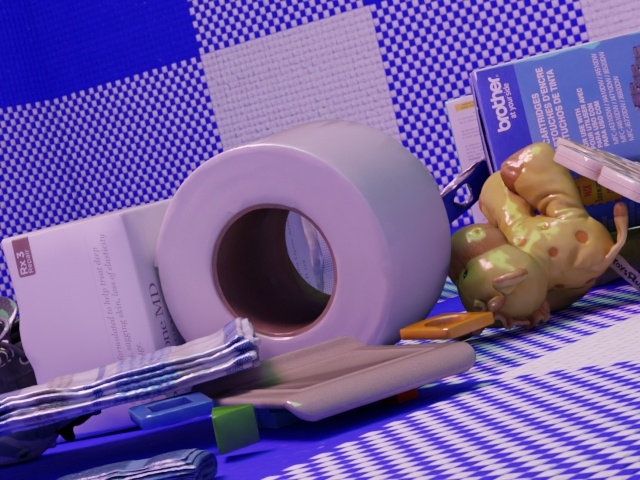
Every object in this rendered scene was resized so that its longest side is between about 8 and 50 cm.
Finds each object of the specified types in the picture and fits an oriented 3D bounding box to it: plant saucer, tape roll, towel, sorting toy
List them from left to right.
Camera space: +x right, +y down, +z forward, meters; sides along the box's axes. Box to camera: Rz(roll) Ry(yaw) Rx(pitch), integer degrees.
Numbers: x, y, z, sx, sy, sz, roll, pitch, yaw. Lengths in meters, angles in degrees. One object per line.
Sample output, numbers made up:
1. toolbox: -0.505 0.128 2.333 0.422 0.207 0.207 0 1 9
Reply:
1. towel: -0.189 0.122 1.707 0.285 0.034 0.209 -15 3 -2
2. towel: -0.139 0.178 1.428 0.119 0.029 0.067 -13 2 10
3. tape roll: -0.013 0.013 1.869 0.246 0.246 0.169 -12 6 26
4. sorting toy: 0.012 0.125 1.628 0.348 0.047 0.196 -16 8 -30
5. plant saucer: 0.298 0.028 2.239 0.188 0.045 0.188 -11 3 40

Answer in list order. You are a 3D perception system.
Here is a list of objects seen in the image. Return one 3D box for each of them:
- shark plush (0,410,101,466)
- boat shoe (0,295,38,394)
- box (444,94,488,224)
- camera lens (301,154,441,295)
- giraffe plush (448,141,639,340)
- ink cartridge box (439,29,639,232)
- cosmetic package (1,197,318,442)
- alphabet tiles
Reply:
1. shark plush: -0.288 0.176 1.811 0.161 0.067 0.073 -13 2 22
2. boat shoe: -0.367 0.143 2.021 0.187 0.156 0.500 -8 7 45
3. box: 0.232 -0.067 2.399 0.101 0.244 0.060 -13 2 7
4. camera lens: 0.000 0.000 2.454 0.274 0.219 0.219 -15 3 -38
5. giraffe plush: 0.197 0.026 1.931 0.170 0.181 0.210 -27 44 -30
6. ink cartridge box: 0.321 -0.112 2.162 0.396 0.151 0.270 -12 -19 7
7. cosmetic package: -0.151 0.061 2.023 0.156 0.217 0.385 -13 4 25
8. alphabet tiles: 0.367 -0.037 1.891 0.284 0.021 0.278 14 12 -36
